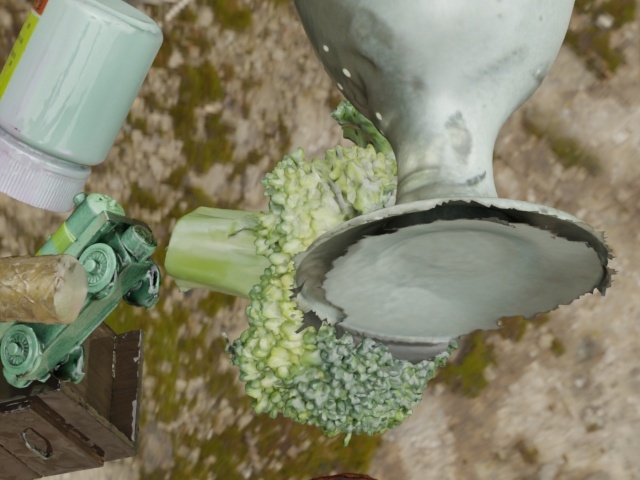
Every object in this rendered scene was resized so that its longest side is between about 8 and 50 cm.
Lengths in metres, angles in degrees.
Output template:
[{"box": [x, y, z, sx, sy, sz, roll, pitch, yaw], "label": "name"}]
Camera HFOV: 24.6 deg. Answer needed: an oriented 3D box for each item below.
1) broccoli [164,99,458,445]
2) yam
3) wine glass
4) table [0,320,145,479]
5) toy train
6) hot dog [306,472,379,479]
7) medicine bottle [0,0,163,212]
[{"box": [0.014, -0.005, 1.402, 0.302, 0.249, 0.375, 19, 62, -3], "label": "broccoli"}, {"box": [-0.319, 0.048, 1.186, 0.300, 0.066, 0.066, -7, 72, 25], "label": "yam"}, {"box": [0.066, -0.124, 0.848, 0.190, 0.190, 0.357, 3, 66, -8], "label": "wine glass"}, {"box": [-0.311, 0.151, 1.553, 0.193, 0.169, 0.172, -14, 54, 17], "label": "table"}, {"box": [-0.234, 0.041, 1.346, 0.200, 0.083, 0.132, -44, 58, 16], "label": "toy train"}, {"box": [-0.015, 0.255, 1.028, 0.160, 0.099, 0.227, 34, 50, 23], "label": "hot dog"}, {"box": [-0.272, -0.155, 1.563, 0.139, 0.139, 0.225, 27, 100, -1], "label": "medicine bottle"}]
